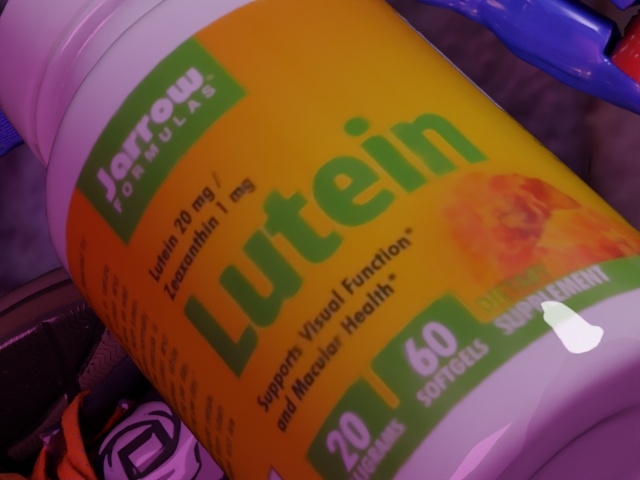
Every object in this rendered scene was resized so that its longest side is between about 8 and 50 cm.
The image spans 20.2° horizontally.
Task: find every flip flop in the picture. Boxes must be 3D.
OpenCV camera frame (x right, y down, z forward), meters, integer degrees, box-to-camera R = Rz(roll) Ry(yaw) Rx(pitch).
[{"bbox_3d":[-0.178,0.075,0.673,0.277,0.080,0.112,-29,138,5],"label":"flip flop"}]

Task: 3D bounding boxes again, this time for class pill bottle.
[{"bbox_3d":[0.000,0.000,0.553,0.245,0.136,0.136,47,109,33],"label":"pill bottle"}]

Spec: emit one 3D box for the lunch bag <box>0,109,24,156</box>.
[{"bbox_3d":[-0.250,-0.104,0.637,0.221,0.138,0.293,-20,108,12],"label":"lunch bag"}]

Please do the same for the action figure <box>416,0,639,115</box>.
[{"bbox_3d":[0.117,-0.069,0.588,0.280,0.139,0.091,41,112,20],"label":"action figure"}]

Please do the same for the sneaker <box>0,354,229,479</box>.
[{"bbox_3d":[-0.120,0.093,0.589,0.180,0.321,0.124,-45,50,10],"label":"sneaker"}]
